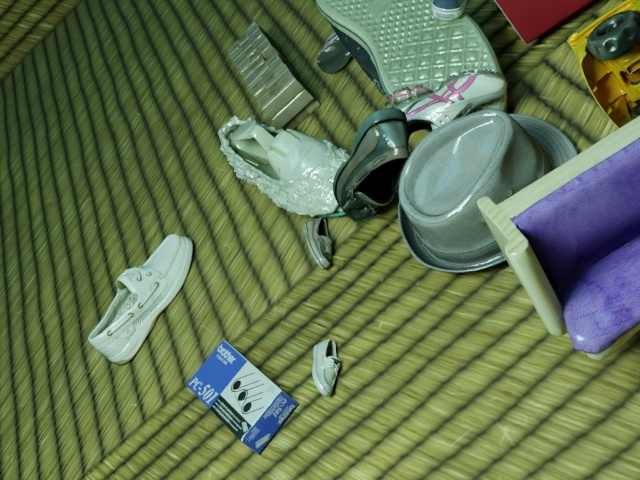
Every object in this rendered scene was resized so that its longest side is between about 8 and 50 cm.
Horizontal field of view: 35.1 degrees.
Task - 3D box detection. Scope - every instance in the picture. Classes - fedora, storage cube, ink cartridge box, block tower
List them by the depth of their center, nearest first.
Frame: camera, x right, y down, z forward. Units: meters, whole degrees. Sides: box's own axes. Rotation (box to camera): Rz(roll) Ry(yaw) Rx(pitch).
[{"bbox_3d":[0.213,-0.091,1.413,0.275,0.124,0.244,-41,51,6],"label":"fedora"},{"bbox_3d":[-0.124,0.239,1.570,0.097,0.046,0.207,-51,34,-6],"label":"ink cartridge box"},{"bbox_3d":[0.344,-0.468,1.605,0.193,0.215,0.184,-33,29,22],"label":"storage cube"},{"bbox_3d":[-0.101,-0.336,2.069,0.097,0.091,0.335,-40,34,10],"label":"block tower"}]

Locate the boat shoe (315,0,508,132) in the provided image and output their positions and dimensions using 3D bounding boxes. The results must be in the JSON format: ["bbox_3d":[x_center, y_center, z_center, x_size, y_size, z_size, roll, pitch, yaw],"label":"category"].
[{"bbox_3d":[0.160,-0.318,1.720,0.186,0.156,0.500,-40,50,2],"label":"boat shoe"}]

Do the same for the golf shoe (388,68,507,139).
[{"bbox_3d":[0.195,-0.199,1.520,0.186,0.067,0.086,-14,71,25],"label":"golf shoe"}]

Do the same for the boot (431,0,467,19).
[{"bbox_3d":[0.221,-0.438,1.631,0.069,0.086,0.190,7,43,9],"label":"boot"}]

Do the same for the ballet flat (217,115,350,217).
[{"bbox_3d":[-0.070,-0.143,1.802,0.147,0.147,0.409,-55,35,-9],"label":"ballet flat"}]

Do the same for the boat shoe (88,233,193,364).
[{"bbox_3d":[-0.338,0.093,1.901,0.098,0.096,0.277,3,58,49],"label":"boat shoe"}]

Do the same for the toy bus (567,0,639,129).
[{"bbox_3d":[0.454,-0.277,1.382,0.220,0.149,0.211,-34,21,16],"label":"toy bus"}]

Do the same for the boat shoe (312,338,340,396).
[{"bbox_3d":[0.012,0.184,1.488,0.035,0.035,0.100,-35,30,23],"label":"boat shoe"}]

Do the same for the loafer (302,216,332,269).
[{"bbox_3d":[0.000,0.000,1.674,0.039,0.045,0.125,-33,33,8],"label":"loafer"}]

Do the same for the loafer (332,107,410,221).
[{"bbox_3d":[0.080,-0.091,1.542,0.096,0.267,0.084,-10,62,-15],"label":"loafer"}]

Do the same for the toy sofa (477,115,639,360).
[{"bbox_3d":[0.376,-0.046,1.116,0.362,0.150,0.177,-32,36,3],"label":"toy sofa"}]

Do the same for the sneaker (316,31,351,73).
[{"bbox_3d":[0.064,-0.406,1.981,0.178,0.072,0.077,-31,27,14],"label":"sneaker"}]
